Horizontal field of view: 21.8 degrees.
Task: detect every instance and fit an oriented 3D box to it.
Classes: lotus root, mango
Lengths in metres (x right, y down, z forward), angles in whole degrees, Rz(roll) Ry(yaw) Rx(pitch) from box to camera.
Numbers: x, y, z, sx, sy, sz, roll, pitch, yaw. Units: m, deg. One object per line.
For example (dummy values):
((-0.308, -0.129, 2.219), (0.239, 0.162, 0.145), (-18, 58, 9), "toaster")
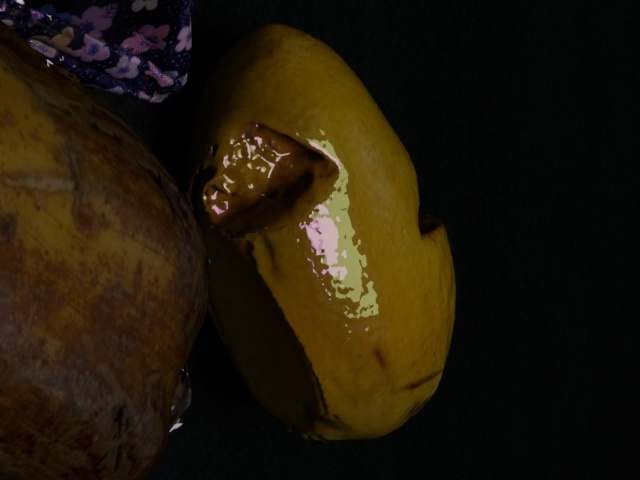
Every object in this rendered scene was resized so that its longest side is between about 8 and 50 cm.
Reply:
((-0.159, 0.010, 0.666), (0.196, 0.179, 0.397), (-59, 153, -7), "lotus root")
((0.000, 0.000, 0.980), (0.167, 0.130, 0.262), (-56, 136, -38), "mango")

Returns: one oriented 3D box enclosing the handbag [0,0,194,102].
((-0.116, -0.181, 0.743), (0.229, 0.127, 0.207), (24, 80, -48), "handbag")
